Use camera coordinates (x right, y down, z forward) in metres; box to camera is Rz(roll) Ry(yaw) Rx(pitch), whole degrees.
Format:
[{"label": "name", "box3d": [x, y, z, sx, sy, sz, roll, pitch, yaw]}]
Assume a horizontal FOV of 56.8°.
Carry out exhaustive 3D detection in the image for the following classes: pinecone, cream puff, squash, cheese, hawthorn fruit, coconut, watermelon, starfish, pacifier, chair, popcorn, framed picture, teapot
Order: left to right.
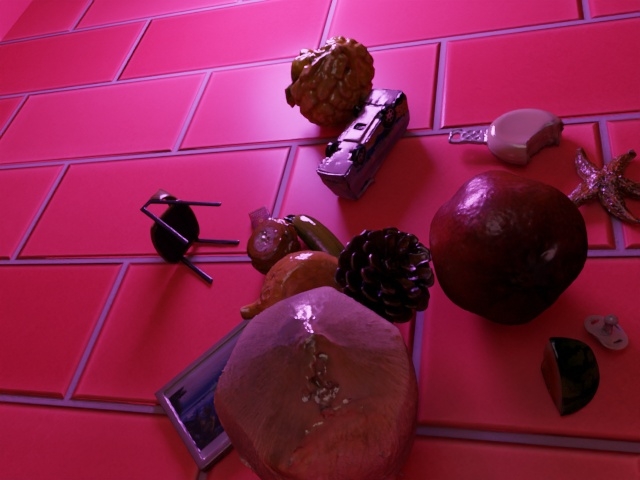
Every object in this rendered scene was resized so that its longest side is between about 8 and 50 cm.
[{"label": "chair", "box3d": [-0.352, -0.030, 1.498, 0.246, 0.159, 0.172, 15, 57, 27]}, {"label": "framed picture", "box3d": [-0.178, 0.302, 1.263, 0.315, 0.024, 0.232, -39, 49, -13]}, {"label": "cream puff", "box3d": [-0.107, 0.021, 1.407, 0.126, 0.103, 0.144, -16, 48, 25]}, {"label": "teapot", "box3d": [-0.018, 0.120, 1.270, 0.311, 0.204, 0.167, -13, 4, -16]}, {"label": "coconut", "box3d": [-0.003, 0.260, 1.014, 0.346, 0.360, 0.346, -9, 49, 11]}, {"label": "squash", "box3d": [0.000, 0.000, 1.407, 0.066, 0.066, 0.252, -36, 50, -10]}, {"label": "popcorn", "box3d": [0.029, -0.442, 1.649, 0.270, 0.224, 0.258, -32, 33, 4]}, {"label": "pinecone", "box3d": [0.133, 0.063, 1.146, 0.207, 0.208, 0.208, -10, 51, 12]}, {"label": "hawthorn fruit", "box3d": [0.343, 0.011, 1.148, 0.295, 0.295, 0.311, -42, 27, -15]}, {"label": "cheese", "box3d": [0.453, -0.268, 1.455, 0.248, 0.071, 0.163, 24, 65, 34]}, {"label": "watermelon", "box3d": [0.434, 0.245, 1.068, 0.094, 0.125, 0.135, -3, 66, 55]}, {"label": "starfish", "box3d": [0.626, -0.119, 1.297, 0.240, 0.043, 0.227, -38, 50, -8]}, {"label": "pacifier", "box3d": [0.535, 0.160, 1.094, 0.068, 0.064, 0.083, -20, 47, -20]}]

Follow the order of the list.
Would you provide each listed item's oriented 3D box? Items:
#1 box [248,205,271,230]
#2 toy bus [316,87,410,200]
[{"label": "box", "box3d": [-0.151, -0.048, 1.528, 0.051, 0.023, 0.082, -25, 49, 1]}, {"label": "toy bus", "box3d": [0.115, -0.247, 1.520, 0.112, 0.138, 0.317, 17, 62, 36]}]
